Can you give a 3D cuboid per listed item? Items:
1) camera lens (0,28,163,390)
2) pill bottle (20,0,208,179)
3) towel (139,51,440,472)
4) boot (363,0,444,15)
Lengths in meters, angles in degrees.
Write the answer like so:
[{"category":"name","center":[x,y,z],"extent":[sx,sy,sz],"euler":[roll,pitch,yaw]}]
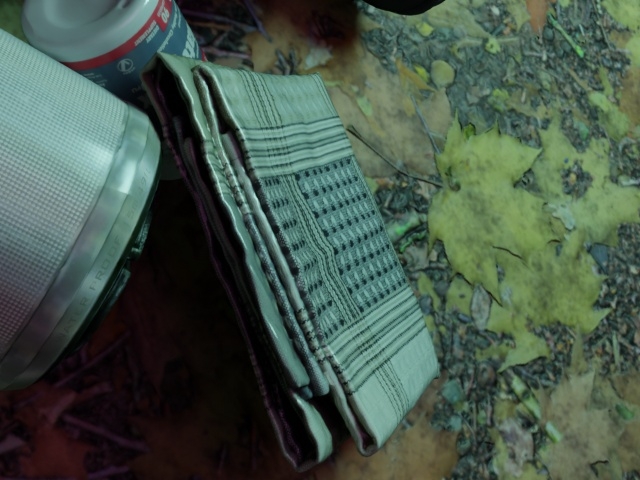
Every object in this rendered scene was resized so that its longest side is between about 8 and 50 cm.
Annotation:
[{"category":"camera lens","center":[-0.260,-0.042,0.743],"extent":[0.274,0.219,0.219],"euler":[29,61,-20]},{"category":"pill bottle","center":[-0.143,-0.130,0.869],"extent":[0.180,0.108,0.108],"euler":[61,40,-54]},{"category":"towel","center":[0.000,0.000,0.886],"extent":[0.312,0.056,0.324],"euler":[69,21,1]},{"category":"boot","center":[-0.128,-0.288,0.947],"extent":[0.445,0.146,0.367],"euler":[-31,82,-39]}]
